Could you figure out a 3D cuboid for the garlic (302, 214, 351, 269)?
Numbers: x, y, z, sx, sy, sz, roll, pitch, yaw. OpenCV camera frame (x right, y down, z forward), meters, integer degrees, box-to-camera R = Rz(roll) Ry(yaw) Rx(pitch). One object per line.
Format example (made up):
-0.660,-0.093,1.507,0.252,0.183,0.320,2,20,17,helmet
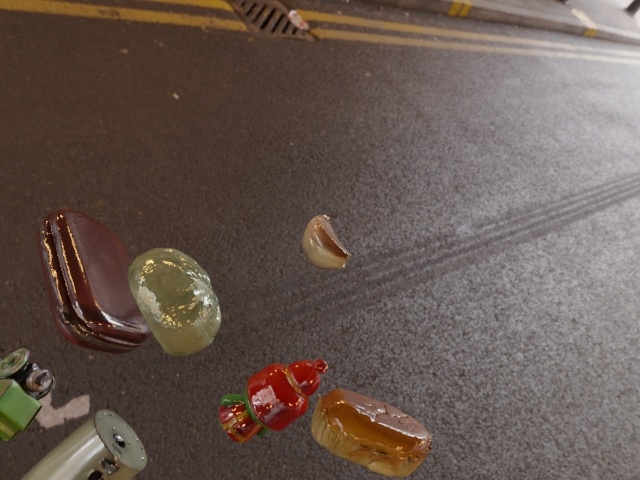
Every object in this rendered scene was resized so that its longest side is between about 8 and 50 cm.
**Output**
0.000,-0.006,1.478,0.115,0.128,0.206,50,18,-49,garlic

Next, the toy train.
-0.974,0.464,1.487,0.308,0.173,0.248,-7,37,20,toy train

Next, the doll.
-0.129,0.454,1.433,0.182,0.363,0.160,51,7,-14,doll

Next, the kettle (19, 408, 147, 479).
-0.529,0.520,1.054,0.255,0.240,0.165,-38,106,-9,kettle

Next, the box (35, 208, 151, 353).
-0.559,0.099,1.221,0.403,0.108,0.263,58,9,32,box

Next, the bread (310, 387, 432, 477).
0.166,0.599,1.554,0.389,0.183,0.236,19,20,-17,bread

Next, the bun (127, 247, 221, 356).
-0.236,0.094,0.824,0.118,0.195,0.195,-28,65,-11,bun
